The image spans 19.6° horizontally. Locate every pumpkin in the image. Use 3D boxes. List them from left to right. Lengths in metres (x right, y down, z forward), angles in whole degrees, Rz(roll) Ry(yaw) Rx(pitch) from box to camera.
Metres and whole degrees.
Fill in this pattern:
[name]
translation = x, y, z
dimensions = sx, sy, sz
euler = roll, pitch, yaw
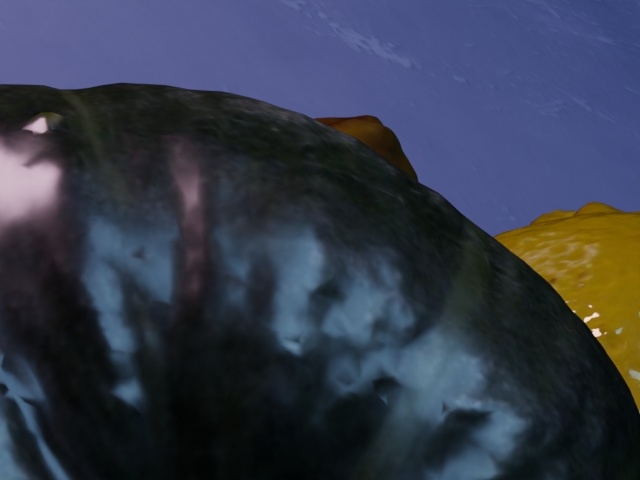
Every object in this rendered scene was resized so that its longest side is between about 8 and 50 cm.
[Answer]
[pumpkin]
translation = -0.058, 0.108, 0.434
dimensions = 0.300, 0.300, 0.207
euler = 35, -18, -13

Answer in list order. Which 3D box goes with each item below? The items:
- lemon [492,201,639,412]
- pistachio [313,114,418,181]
[lemon]
translation = 0.120, 0.094, 0.771
dimensions = 0.204, 0.204, 0.260
euler = 26, 41, -30
[pistachio]
translation = 0.002, 0.002, 0.892
dimensions = 0.110, 0.100, 0.189
euler = 60, 13, -12
